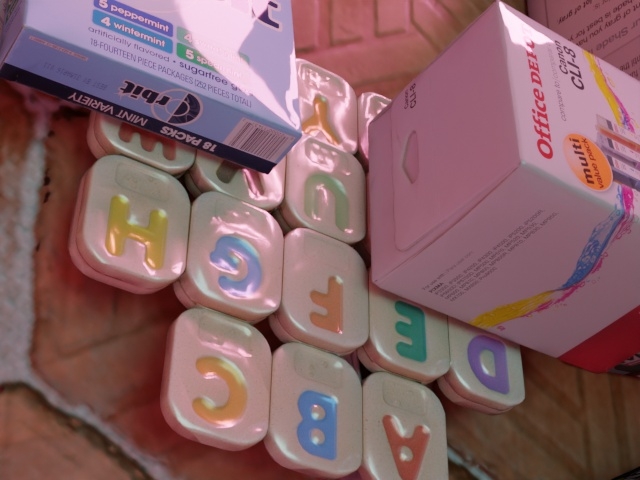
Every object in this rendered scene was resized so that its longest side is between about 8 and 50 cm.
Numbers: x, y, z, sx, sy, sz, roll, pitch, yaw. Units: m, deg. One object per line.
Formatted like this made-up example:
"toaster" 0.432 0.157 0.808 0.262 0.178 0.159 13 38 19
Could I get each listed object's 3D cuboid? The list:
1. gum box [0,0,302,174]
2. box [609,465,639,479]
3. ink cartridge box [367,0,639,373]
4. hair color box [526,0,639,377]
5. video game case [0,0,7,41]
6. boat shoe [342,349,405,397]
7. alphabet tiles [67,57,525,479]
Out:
"gum box" -0.089 -0.140 0.611 0.157 0.041 0.184 19 46 -28
"box" 0.219 0.279 0.659 0.216 0.060 0.270 -11 77 -37
"ink cartridge box" 0.132 -0.025 0.640 0.176 0.127 0.128 21 47 -26
"hair color box" 0.256 -0.107 0.768 0.113 0.185 0.374 13 64 -30
"video game case" -0.246 -0.147 0.549 0.190 0.022 0.173 -28 88 -38
"boat shoe" 0.035 0.097 0.627 0.035 0.035 0.100 -11 77 -37
"alphabet tiles" 0.000 0.000 0.624 0.284 0.021 0.278 22 50 -26
